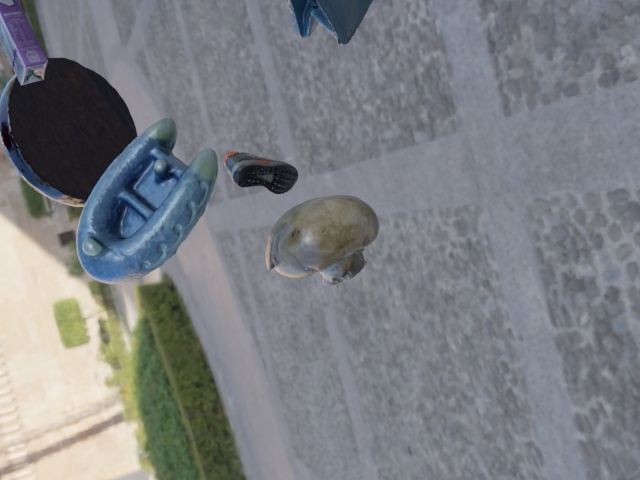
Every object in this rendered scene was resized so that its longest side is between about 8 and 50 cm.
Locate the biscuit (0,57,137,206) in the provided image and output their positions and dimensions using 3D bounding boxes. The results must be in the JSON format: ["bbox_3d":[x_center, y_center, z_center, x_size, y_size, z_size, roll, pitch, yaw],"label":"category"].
[{"bbox_3d":[-0.659,-0.280,2.124,0.091,0.407,0.408,-19,86,36],"label":"biscuit"}]

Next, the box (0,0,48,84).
[{"bbox_3d":[-0.426,-0.283,1.137,0.117,0.036,0.050,63,146,10],"label":"box"}]

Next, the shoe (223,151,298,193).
[{"bbox_3d":[-0.125,-0.152,1.707,0.077,0.194,0.074,46,115,30],"label":"shoe"}]

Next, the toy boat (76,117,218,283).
[{"bbox_3d":[-0.340,-0.071,1.496,0.215,0.330,0.123,40,-176,21],"label":"toy boat"}]

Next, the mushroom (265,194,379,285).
[{"bbox_3d":[0.000,0.000,1.681,0.184,0.254,0.255,63,169,-18],"label":"mushroom"}]

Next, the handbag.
[{"bbox_3d":[0.028,-0.326,0.829,0.057,0.221,0.144,16,157,28],"label":"handbag"}]
